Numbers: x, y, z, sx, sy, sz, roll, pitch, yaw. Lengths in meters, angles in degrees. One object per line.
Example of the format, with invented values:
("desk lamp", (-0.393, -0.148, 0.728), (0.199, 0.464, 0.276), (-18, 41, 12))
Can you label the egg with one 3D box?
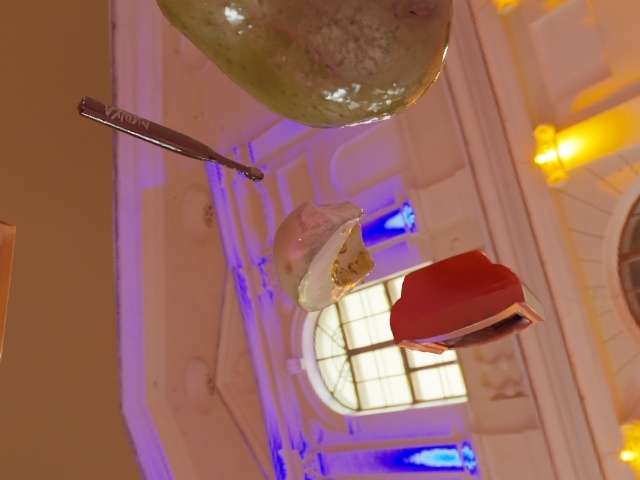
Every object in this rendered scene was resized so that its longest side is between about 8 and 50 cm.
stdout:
("egg", (-0.014, 0.011, 1.343), (0.206, 0.271, 0.162), (-46, -116, -3))

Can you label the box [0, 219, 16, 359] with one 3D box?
("box", (-0.589, 0.084, 0.927), (0.259, 0.283, 0.214), (16, -122, -40))

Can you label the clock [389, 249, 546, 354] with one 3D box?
("clock", (0.134, 0.060, 0.632), (0.155, 0.113, 0.061), (30, -139, -62))

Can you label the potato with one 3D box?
("potato", (-0.016, -0.157, 0.459), (0.194, 0.157, 0.157), (12, -114, -19))

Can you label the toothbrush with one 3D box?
("toothbrush", (-0.267, -0.182, 1.300), (0.364, 0.041, 0.041), (20, -117, -25))
